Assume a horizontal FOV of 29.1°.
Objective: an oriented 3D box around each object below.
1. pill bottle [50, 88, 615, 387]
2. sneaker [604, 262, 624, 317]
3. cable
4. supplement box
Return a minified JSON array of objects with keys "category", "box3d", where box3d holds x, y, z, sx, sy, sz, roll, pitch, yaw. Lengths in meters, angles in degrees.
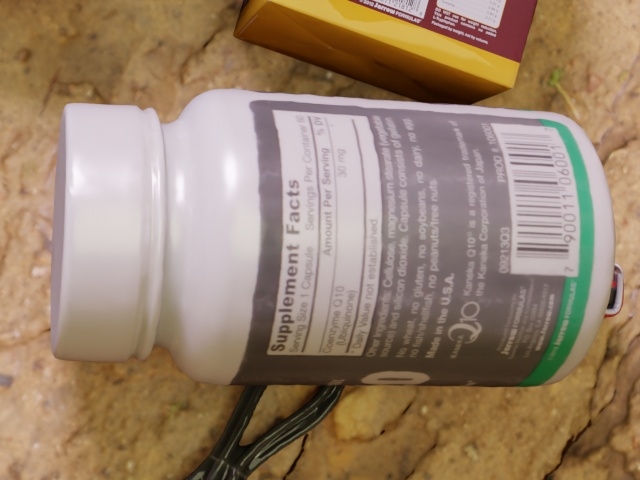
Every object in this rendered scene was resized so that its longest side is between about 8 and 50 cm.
[{"category":"pill bottle","box3d":[0.000,0.000,0.860,0.361,0.204,0.204,3,87,-14]},{"category":"sneaker","box3d":[0.198,0.014,0.982,0.042,0.067,0.118,-39,97,-12]},{"category":"cable","box3d":[-0.083,0.194,0.923,0.139,0.072,0.287,21,70,4]},{"category":"supplement box","box3d":[0.060,-0.224,0.922,0.191,0.129,0.194,18,84,-13]}]
